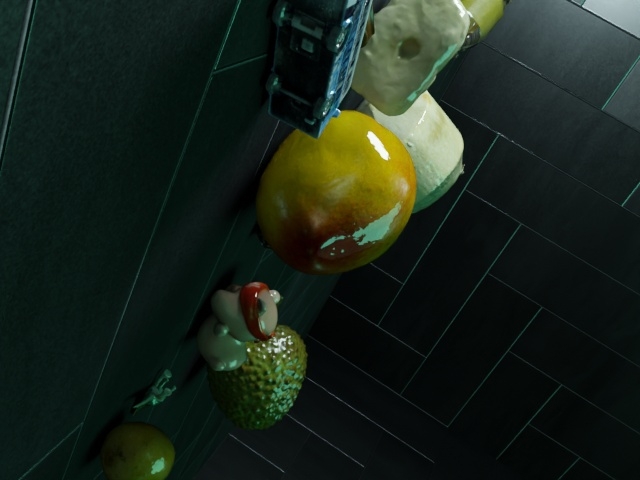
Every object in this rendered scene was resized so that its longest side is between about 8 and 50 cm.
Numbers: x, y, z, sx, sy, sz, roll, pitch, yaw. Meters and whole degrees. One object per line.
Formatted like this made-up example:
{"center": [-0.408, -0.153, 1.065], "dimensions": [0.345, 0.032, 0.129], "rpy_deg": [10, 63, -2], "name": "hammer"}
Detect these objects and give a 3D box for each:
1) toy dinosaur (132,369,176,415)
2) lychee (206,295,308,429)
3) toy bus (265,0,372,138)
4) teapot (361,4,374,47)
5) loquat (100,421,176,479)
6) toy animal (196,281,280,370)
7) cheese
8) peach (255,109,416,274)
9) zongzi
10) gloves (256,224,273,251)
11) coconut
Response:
{"center": [-0.352, 0.328, 1.444], "dimensions": [0.106, 0.044, 0.187], "rpy_deg": [-44, 180, 26], "name": "toy dinosaur"}
{"center": [-0.160, 0.312, 1.773], "dimensions": [0.270, 0.270, 0.320], "rpy_deg": [-42, 127, -64], "name": "lychee"}
{"center": [0.000, -0.282, 0.969], "dimensions": [0.131, 0.106, 0.297], "rpy_deg": [-58, 172, -28], "name": "toy bus"}
{"center": [0.040, -0.352, 1.085], "dimensions": [0.129, 0.078, 0.098], "rpy_deg": [71, 10, -69], "name": "teapot"}
{"center": [-0.356, 0.419, 1.363], "dimensions": [0.141, 0.141, 0.141], "rpy_deg": [-56, 172, -12], "name": "loquat"}
{"center": [-0.178, 0.176, 1.525], "dimensions": [0.198, 0.171, 0.171], "rpy_deg": [-51, 173, 6], "name": "toy animal"}
{"center": [0.183, -0.392, 1.411], "dimensions": [0.248, 0.173, 0.251], "rpy_deg": [-51, 174, 22], "name": "cheese"}
{"center": [0.024, -0.071, 1.286], "dimensions": [0.289, 0.289, 0.308], "rpy_deg": [103, 1, -68], "name": "peach"}
{"center": [0.393, -0.599, 2.069], "dimensions": [0.289, 0.154, 0.317], "rpy_deg": [-46, 174, -22], "name": "zongzi"}
{"center": [-0.039, -0.062, 1.577], "dimensions": [0.142, 0.119, 0.285], "rpy_deg": [-49, 164, 32], "name": "gloves"}
{"center": [0.192, -0.230, 1.759], "dimensions": [0.323, 0.323, 0.323], "rpy_deg": [-56, 172, -12], "name": "coconut"}
